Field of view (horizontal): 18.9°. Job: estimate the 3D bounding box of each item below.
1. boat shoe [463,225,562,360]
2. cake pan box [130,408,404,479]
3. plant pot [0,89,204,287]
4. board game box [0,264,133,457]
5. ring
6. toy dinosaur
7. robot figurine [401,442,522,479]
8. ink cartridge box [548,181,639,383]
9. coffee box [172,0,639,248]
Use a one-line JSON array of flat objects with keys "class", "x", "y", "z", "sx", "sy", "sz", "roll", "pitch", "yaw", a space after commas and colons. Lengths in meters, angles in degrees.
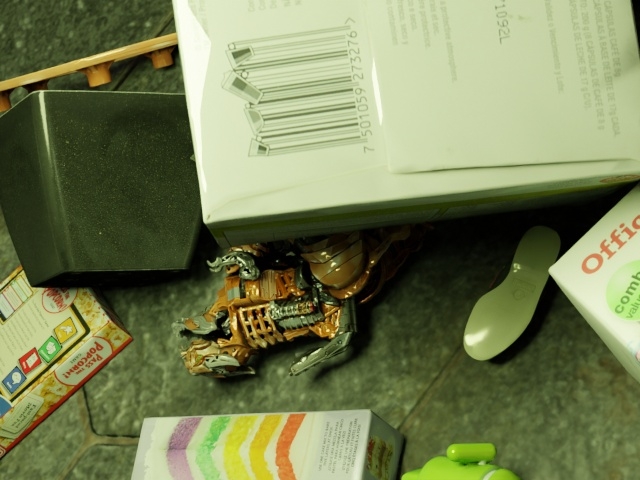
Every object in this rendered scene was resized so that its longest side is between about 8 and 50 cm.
[{"class": "boat shoe", "x": 0.170, "y": 0.050, "z": 1.683, "sx": 0.049, "sy": 0.042, "sz": 0.133, "roll": 29, "pitch": 80, "yaw": 14}, {"class": "cake pan box", "x": -0.066, "y": 0.282, "z": 1.675, "sx": 0.246, "sy": 0.070, "sz": 0.266, "roll": -5, "pitch": 61, "yaw": 32}, {"class": "plant pot", "x": -0.207, "y": -0.043, "z": 1.854, "sx": 0.187, "sy": 0.188, "sz": 0.167, "roll": 161, "pitch": 106, "yaw": -64}, {"class": "board game box", "x": -0.299, "y": 0.109, "z": 1.932, "sx": 0.193, "sy": 0.045, "sz": 0.147, "roll": -41, "pitch": 49, "yaw": 4}, {"class": "ring", "x": -0.186, "y": -0.177, "z": 1.895, "sx": 0.337, "sy": 0.336, "sz": 0.032, "roll": -11, "pitch": 98, "yaw": 26}, {"class": "toy dinosaur", "x": 0.000, "y": 0.000, "z": 1.778, "sx": 0.322, "sy": 0.164, "sz": 0.218, "roll": -24, "pitch": 65, "yaw": -8}, {"class": "robot figurine", "x": 0.123, "y": 0.216, "z": 1.594, "sx": 0.115, "sy": 0.067, "sz": 0.101, "roll": 8, "pitch": 95, "yaw": 34}, {"class": "ink cartridge box", "x": 0.352, "y": 0.074, "z": 1.452, "sx": 0.198, "sy": 0.197, "sz": 0.270, "roll": -44, "pitch": 49, "yaw": 1}, {"class": "coffee box", "x": 0.056, "y": -0.184, "z": 1.557, "sx": 0.338, "sy": 0.334, "sz": 0.337, "roll": -7, "pitch": 87, "yaw": -1}]
